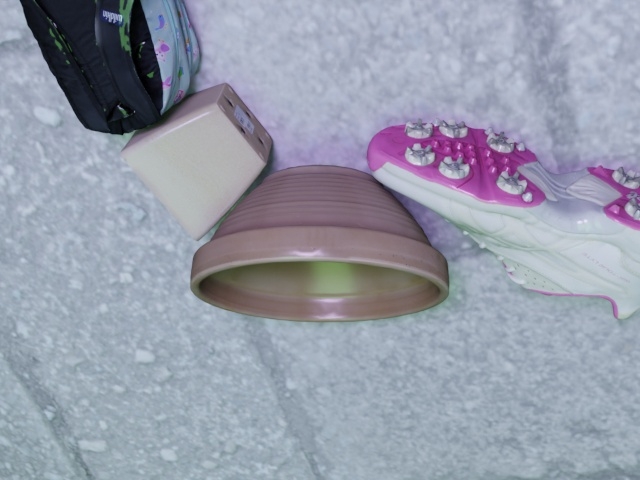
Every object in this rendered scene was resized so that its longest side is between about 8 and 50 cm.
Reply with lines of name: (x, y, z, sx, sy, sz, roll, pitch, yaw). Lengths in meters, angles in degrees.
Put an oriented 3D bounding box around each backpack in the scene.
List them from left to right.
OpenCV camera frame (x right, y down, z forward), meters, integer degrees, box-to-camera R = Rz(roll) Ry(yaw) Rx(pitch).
backpack: (-0.180, -0.188, 0.788, 0.152, 0.115, 0.182, 0, 124, 28)

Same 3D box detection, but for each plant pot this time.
plant pot: (-0.106, -0.085, 0.847, 0.096, 0.109, 0.109, -33, 110, 17)
plant pot: (0.000, 0.000, 0.836, 0.237, 0.110, 0.237, 1, 163, 0)

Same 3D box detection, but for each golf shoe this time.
golf shoe: (0.181, -0.013, 0.813, 0.306, 0.115, 0.140, 18, 129, 4)
